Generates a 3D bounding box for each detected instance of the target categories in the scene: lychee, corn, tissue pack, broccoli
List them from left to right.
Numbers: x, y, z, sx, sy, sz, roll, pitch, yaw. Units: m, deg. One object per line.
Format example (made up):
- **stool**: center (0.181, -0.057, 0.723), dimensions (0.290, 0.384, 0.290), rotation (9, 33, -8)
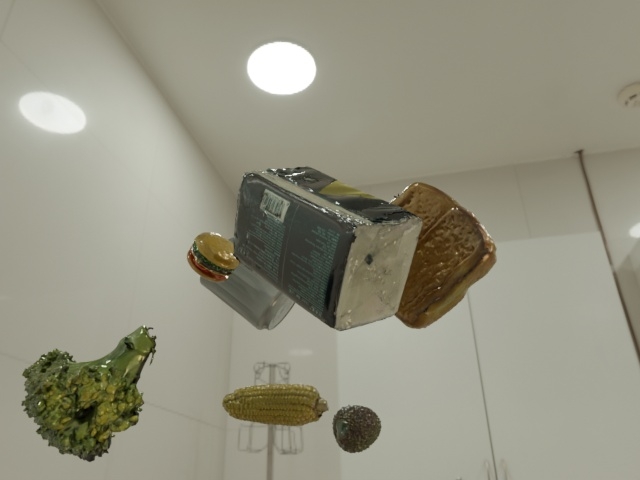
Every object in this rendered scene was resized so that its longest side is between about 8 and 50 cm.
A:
- **broccoli**: center (-0.447, 0.260, 0.975), dimensions (0.242, 0.273, 0.180), rotation (17, -15, 46)
- **corn**: center (-0.143, 0.518, 1.655), dimensions (0.347, 0.130, 0.130), rotation (-3, -27, 13)
- **tissue pack**: center (0.000, 0.000, 1.244), dimensions (0.253, 0.264, 0.417), rotation (-7, 25, -39)
- **lychee**: center (0.123, 0.626, 1.744), dimensions (0.171, 0.171, 0.171), rotation (-1, -27, 0)

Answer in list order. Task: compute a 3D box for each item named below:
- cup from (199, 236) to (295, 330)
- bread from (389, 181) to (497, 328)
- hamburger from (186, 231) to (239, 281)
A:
- **cup**: center (-0.246, 0.138, 1.984), dimensions (0.327, 0.237, 0.322), rotation (35, -61, 14)
- **bread**: center (0.276, 0.034, 1.430), dimensions (0.337, 0.328, 0.148), rotation (-48, -32, 11)
- **hamburger**: center (-0.321, 0.049, 1.565), dimensions (0.162, 0.162, 0.115), rotation (24, -67, -40)
